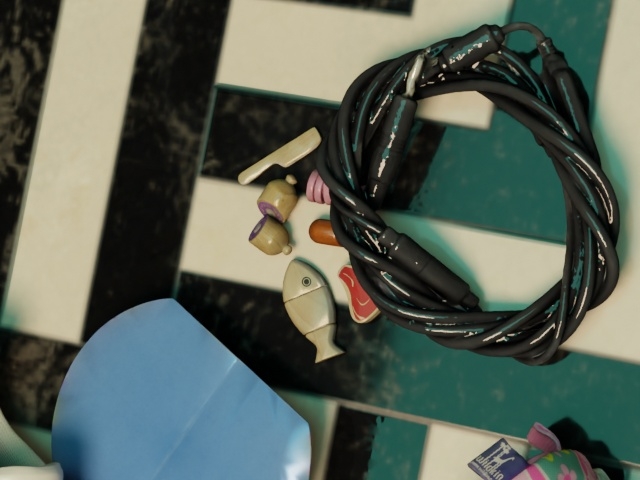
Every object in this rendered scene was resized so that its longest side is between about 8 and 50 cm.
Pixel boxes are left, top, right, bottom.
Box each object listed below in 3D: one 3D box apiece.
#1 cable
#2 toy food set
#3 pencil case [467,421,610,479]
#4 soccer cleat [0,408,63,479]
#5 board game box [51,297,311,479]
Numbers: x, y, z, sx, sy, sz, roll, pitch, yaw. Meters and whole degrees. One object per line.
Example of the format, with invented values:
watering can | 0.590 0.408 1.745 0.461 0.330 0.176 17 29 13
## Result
cable | 0.080 -0.019 0.835 0.150 0.047 0.184 -17 85 9
toy food set | 0.000 0.000 0.880 0.078 0.019 0.122 -32 77 14
pencil case | 0.170 0.222 0.755 0.284 0.124 0.124 45 100 17
soccer cleat | -0.180 0.207 0.863 0.143 0.116 0.331 -36 73 31
board game box | -0.076 0.119 0.891 0.169 0.033 0.133 40 104 22
